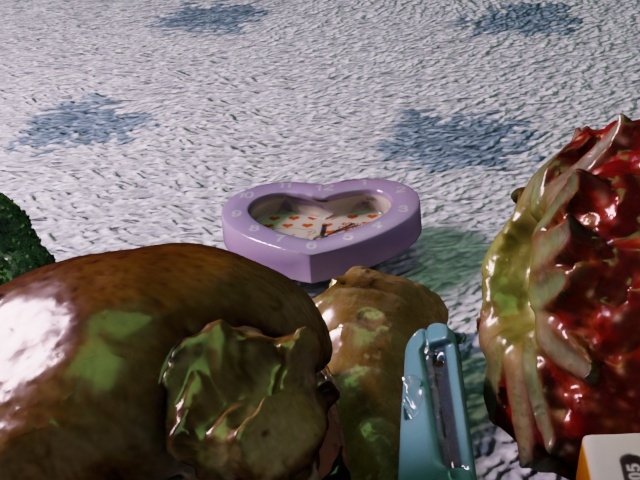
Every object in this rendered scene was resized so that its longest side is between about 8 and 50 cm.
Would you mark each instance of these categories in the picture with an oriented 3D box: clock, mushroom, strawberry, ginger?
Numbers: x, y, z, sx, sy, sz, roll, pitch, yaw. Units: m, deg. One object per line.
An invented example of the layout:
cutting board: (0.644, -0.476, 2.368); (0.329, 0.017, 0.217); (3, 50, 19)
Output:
clock: (0.000, 0.000, 1.203); (0.198, 0.064, 0.172); (-3, 27, 6)
mushroom: (-0.113, 0.102, 0.726); (0.283, 0.195, 0.263); (-3, 11, 34)
strawberry: (0.286, 0.056, 0.859); (0.344, 0.292, 0.292); (12, 25, -10)
ginger: (0.054, 0.123, 0.947); (0.131, 0.086, 0.294); (3, 34, -11)

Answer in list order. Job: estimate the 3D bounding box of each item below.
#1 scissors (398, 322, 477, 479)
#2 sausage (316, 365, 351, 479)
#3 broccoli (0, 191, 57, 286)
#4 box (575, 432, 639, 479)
scissors: (0.077, 0.174, 0.755); (0.180, 0.032, 0.393); (-31, 28, 22)
sausage: (-0.014, 0.156, 0.814); (0.078, 0.078, 0.304); (-7, 32, -3)
broccoli: (-0.301, 0.083, 0.954); (0.270, 0.270, 0.270); (-27, 14, 32)
box: (0.257, 0.223, 0.639); (0.221, 0.091, 0.273); (-2, 36, 1)
